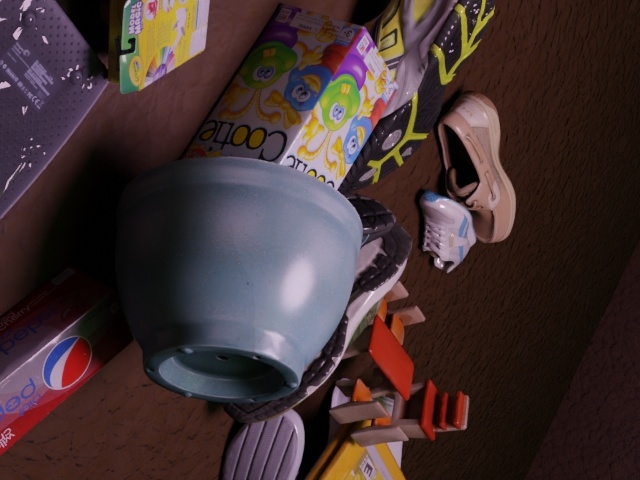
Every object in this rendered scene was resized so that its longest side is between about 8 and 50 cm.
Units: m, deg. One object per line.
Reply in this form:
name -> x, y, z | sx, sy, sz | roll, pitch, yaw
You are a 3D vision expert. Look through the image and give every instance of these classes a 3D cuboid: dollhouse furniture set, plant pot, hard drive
dollhouse furniture set -> 0.147, 0.238, 1.543 | 0.259, 0.135, 0.262 | 53, 36, -36
plant pot -> -0.102, 0.068, 1.006 | 0.293, 0.293, 0.196 | 56, 33, -54
hard drive -> -0.325, -0.118, 0.831 | 0.254, 0.054, 0.172 | -55, 147, -16

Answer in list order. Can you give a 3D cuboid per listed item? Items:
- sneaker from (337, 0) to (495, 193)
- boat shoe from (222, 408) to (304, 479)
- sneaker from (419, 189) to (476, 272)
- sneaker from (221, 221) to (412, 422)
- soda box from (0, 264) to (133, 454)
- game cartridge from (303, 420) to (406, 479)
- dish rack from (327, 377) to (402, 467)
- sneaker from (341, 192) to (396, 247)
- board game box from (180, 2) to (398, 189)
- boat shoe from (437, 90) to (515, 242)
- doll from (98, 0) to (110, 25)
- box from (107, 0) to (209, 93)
sneaker -> 0.105, -0.240, 1.318 | 0.145, 0.147, 0.384 | -9, 136, -57
boat shoe -> -0.096, 0.402, 1.491 | 0.119, 0.121, 0.335 | -26, 142, -58
sneaker -> 0.239, -0.016, 1.704 | 0.092, 0.087, 0.228 | -55, 145, -12
sneaker -> 0.003, 0.149, 1.432 | 0.410, 0.158, 0.182 | -46, 158, -21
soda box -> -0.337, 0.147, 0.968 | 0.263, 0.083, 0.092 | -42, 141, -31
game cartridge -> 0.073, 0.508, 1.543 | 0.285, 0.053, 0.323 | -50, 120, -41
dish rack -> 0.097, 0.449, 1.708 | 0.285, 0.072, 0.332 | 35, 58, -59
sneaker -> 0.000, 0.000, 1.359 | 0.267, 0.101, 0.106 | -15, 136, -34
board game box -> -0.041, -0.143, 1.148 | 0.275, 0.142, 0.144 | -59, 148, -10
boat shoe -> 0.284, -0.117, 1.683 | 0.110, 0.122, 0.341 | -41, 131, -26
doll -> -0.208, -0.304, 0.882 | 0.129, 0.046, 0.189 | -41, 142, -45
box -> -0.173, -0.229, 0.931 | 0.179, 0.043, 0.105 | -57, 161, -57
